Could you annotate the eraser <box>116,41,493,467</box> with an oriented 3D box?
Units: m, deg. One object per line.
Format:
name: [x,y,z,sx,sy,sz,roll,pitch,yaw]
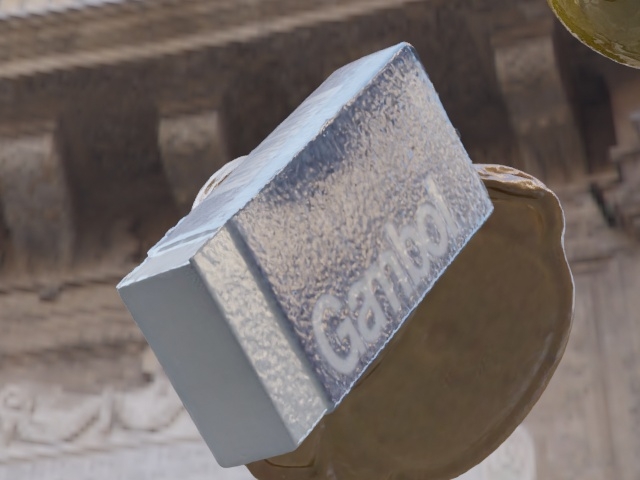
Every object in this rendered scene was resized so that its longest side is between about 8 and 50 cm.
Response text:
eraser: [0.000,0.000,0.824,0.046,0.212,0.092,-19,-74,34]

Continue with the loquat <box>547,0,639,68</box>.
loquat: [0.217,-0.179,1.192,0.204,0.149,0.172,42,-83,-20]

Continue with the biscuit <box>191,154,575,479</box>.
biscuit: [0.043,0.068,1.629,0.351,0.057,0.312,17,-80,-24]
